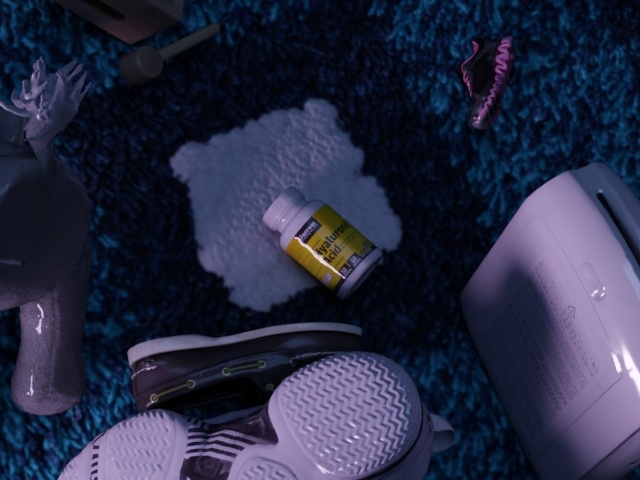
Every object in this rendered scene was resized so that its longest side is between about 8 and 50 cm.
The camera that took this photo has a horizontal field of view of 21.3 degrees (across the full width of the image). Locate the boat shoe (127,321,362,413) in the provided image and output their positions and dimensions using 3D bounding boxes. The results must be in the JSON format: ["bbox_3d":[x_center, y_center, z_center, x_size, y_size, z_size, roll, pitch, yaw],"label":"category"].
[{"bbox_3d":[-0.068,0.125,1.638,0.228,0.081,0.068,-7,70,-7],"label":"boat shoe"}]

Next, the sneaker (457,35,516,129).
[{"bbox_3d":[0.173,-0.172,1.846,0.057,0.047,0.119,11,61,15],"label":"sneaker"}]

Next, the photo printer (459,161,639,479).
[{"bbox_3d":[0.251,0.085,1.594,0.107,0.307,0.256,-18,70,-19],"label":"photo printer"}]

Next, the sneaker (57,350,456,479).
[{"bbox_3d":[-0.051,0.217,1.571,0.366,0.210,0.137,-22,68,16],"label":"sneaker"}]

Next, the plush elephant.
[{"bbox_3d":[-0.350,-0.032,1.569,0.272,0.255,0.330,11,97,-49],"label":"plush elephant"}]

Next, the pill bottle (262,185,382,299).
[{"bbox_3d":[0.000,0.000,1.713,0.116,0.065,0.065,40,64,8],"label":"pill bottle"}]

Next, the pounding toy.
[{"bbox_3d":[-0.198,-0.248,1.765,0.181,0.094,0.206,28,57,-40],"label":"pounding toy"}]
